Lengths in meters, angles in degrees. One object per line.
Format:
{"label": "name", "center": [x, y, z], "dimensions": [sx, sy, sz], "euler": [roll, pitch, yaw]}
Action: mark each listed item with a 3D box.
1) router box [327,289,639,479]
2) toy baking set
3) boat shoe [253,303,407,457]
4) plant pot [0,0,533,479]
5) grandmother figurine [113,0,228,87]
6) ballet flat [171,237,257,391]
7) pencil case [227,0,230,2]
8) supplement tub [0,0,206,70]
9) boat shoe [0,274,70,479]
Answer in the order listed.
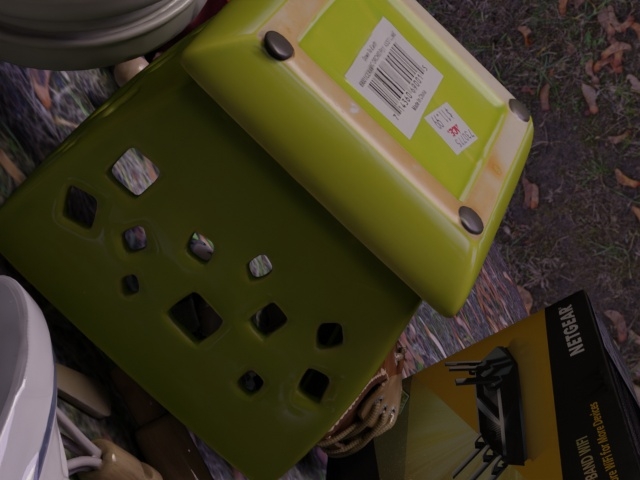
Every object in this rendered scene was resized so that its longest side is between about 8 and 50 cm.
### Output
{"label": "router box", "center": [0.124, 0.180, 1.039], "dimensions": [0.081, 0.243, 0.309], "euler": [58, 13, -17]}
{"label": "toy baking set", "center": [-0.103, 0.134, 0.738], "dimensions": [0.256, 0.030, 0.197], "euler": [63, 13, 4]}
{"label": "boat shoe", "center": [0.017, 0.100, 1.068], "dimensions": [0.120, 0.122, 0.324], "euler": [63, 14, -8]}
{"label": "plant pot", "center": [-0.015, -0.035, 0.815], "dimensions": [0.227, 0.207, 0.228], "euler": [44, 35, -8]}
{"label": "grandmother figurine", "center": [-0.114, -0.183, 1.082], "dimensions": [0.342, 0.104, 0.208], "euler": [63, 39, -45]}
{"label": "ballet flat", "center": [-0.073, 0.049, 0.951], "dimensions": [0.070, 0.070, 0.188], "euler": [51, 17, -39]}
{"label": "pencil case", "center": [-0.119, -0.260, 1.264], "dimensions": [0.133, 0.119, 0.306], "euler": [27, -18, 49]}
{"label": "supplement tub", "center": [-0.142, -0.262, 0.745], "dimensions": [0.316, 0.228, 0.228], "euler": [102, -28, -57]}
{"label": "boat shoe", "center": [-0.135, 0.130, 0.535], "dimensions": [0.084, 0.095, 0.258], "euler": [55, 25, -42]}
